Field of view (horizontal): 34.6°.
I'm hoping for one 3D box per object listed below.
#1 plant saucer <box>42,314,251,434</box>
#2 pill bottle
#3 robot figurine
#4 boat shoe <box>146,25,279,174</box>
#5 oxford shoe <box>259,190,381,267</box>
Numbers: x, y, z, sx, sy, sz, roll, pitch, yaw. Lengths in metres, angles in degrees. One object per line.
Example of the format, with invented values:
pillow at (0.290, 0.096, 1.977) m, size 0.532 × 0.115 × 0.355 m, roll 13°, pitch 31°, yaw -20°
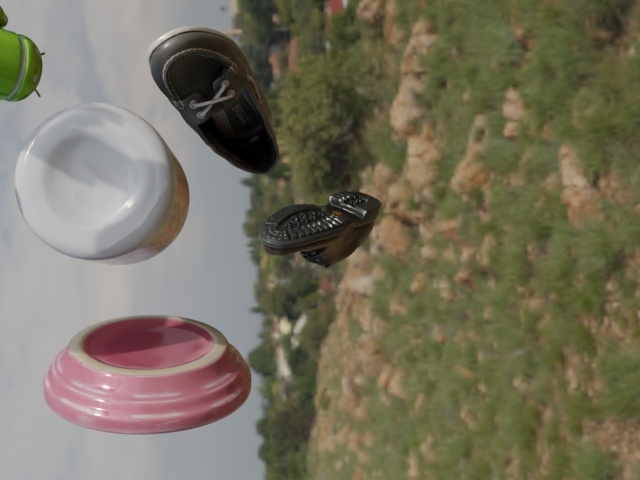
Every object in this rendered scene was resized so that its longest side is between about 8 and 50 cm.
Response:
plant saucer at (-0.276, 0.200, 1.649) m, size 0.332 × 0.332 × 0.084 m, roll -105°, pitch 17°, yaw -73°
pill bottle at (-0.328, -0.075, 1.638) m, size 0.407 × 0.229 × 0.229 m, roll 136°, pitch 130°, yaw -86°
robot figurine at (-0.312, -0.167, 0.956) m, size 0.067 × 0.115 × 0.101 m, roll -1°, pitch 83°, yaw 50°
boat shoe at (-0.123, -0.177, 1.357) m, size 0.095 × 0.112 × 0.335 m, roll 60°, pitch -175°, yaw 18°
oxford shoe at (0.000, 0.000, 1.377) m, size 0.083 × 0.227 × 0.096 m, roll 30°, pitch 116°, yaw 32°
